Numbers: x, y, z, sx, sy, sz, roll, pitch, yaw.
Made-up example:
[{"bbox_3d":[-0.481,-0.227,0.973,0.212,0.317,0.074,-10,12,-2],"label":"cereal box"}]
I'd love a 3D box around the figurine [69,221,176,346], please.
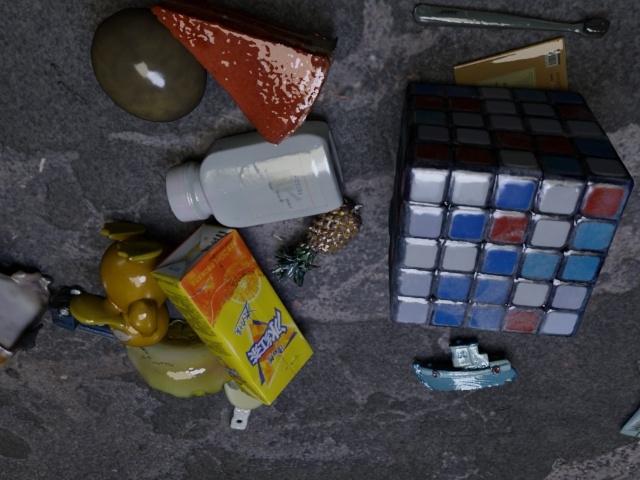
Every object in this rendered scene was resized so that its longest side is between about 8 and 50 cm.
[{"bbox_3d":[-0.364,0.095,1.129,0.215,0.215,0.228,29,97,-12],"label":"figurine"}]

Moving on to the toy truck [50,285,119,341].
[{"bbox_3d":[-0.476,0.167,1.248,0.201,0.074,0.088,16,131,-5],"label":"toy truck"}]

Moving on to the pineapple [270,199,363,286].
[{"bbox_3d":[-0.001,0.000,1.081,0.083,0.103,0.221,44,113,-8],"label":"pineapple"}]

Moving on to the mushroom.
[{"bbox_3d":[-0.792,0.177,1.192,0.397,0.224,0.313,-38,114,26],"label":"mushroom"}]

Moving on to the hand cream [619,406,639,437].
[{"bbox_3d":[0.755,0.322,1.225,0.085,0.058,0.331,9,123,-2],"label":"hand cream"}]

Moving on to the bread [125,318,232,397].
[{"bbox_3d":[-0.286,0.271,1.239,0.260,0.156,0.158,6,121,2],"label":"bread"}]

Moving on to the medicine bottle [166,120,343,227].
[{"bbox_3d":[-0.114,-0.108,1.012,0.296,0.111,0.161,-11,125,11],"label":"medicine bottle"}]

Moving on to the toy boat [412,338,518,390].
[{"bbox_3d":[0.306,0.260,1.230,0.215,0.088,0.102,-10,86,13],"label":"toy boat"}]

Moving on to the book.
[{"bbox_3d":[0.311,-0.250,0.934,0.172,0.012,0.118,-12,121,12],"label":"book"}]

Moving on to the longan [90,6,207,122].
[{"bbox_3d":[-0.269,-0.274,0.894,0.159,0.204,0.185,-51,149,-5],"label":"longan"}]

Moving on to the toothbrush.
[{"bbox_3d":[0.289,-0.334,0.875,0.297,0.030,0.030,6,97,4],"label":"toothbrush"}]

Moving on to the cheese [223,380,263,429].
[{"bbox_3d":[-0.176,0.378,1.360,0.127,0.050,0.235,10,130,-9],"label":"cheese"}]

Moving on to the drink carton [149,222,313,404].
[{"bbox_3d":[-0.162,0.149,1.122,0.111,0.154,0.351,12,140,45],"label":"drink carton"}]

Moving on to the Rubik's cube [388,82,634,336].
[{"bbox_3d":[0.258,-0.055,0.893,0.293,0.292,0.287,6,127,6],"label":"Rubik's cube"}]

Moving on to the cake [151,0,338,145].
[{"bbox_3d":[-0.120,-0.265,0.885,0.262,0.158,0.160,17,121,-3],"label":"cake"}]
